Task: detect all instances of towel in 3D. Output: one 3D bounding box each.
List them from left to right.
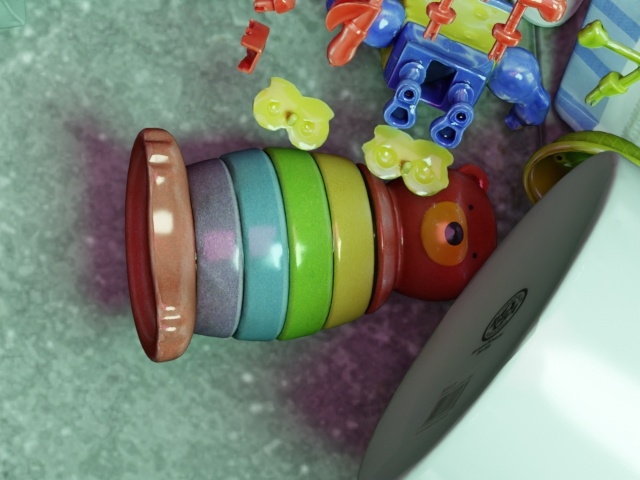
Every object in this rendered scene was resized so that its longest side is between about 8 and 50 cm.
[{"bbox_3d":[0.287,-0.080,1.435,0.034,0.209,0.285,-22,60,-26],"label":"towel"}]

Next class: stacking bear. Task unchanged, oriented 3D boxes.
[{"bbox_3d":[0.000,0.000,1.483,0.289,0.164,0.175,-3,85,-13],"label":"stacking bear"}]

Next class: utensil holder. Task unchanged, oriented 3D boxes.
[{"bbox_3d":[0.267,0.166,1.328,0.385,0.327,0.328,37,86,-5],"label":"utensil holder"}]

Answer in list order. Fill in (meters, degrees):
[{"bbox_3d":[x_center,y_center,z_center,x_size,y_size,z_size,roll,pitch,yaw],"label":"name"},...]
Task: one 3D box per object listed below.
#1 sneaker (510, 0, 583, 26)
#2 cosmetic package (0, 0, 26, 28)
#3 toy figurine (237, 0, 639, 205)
[{"bbox_3d":[0.200,-0.284,1.492,0.094,0.153,0.235,13,98,-6],"label":"sneaker"},{"bbox_3d":[-0.321,-0.262,1.483,0.151,0.151,0.184,-5,89,-3],"label":"cosmetic package"},{"bbox_3d":[0.132,-0.159,1.474,0.362,0.217,0.191,21,123,-5],"label":"toy figurine"}]
